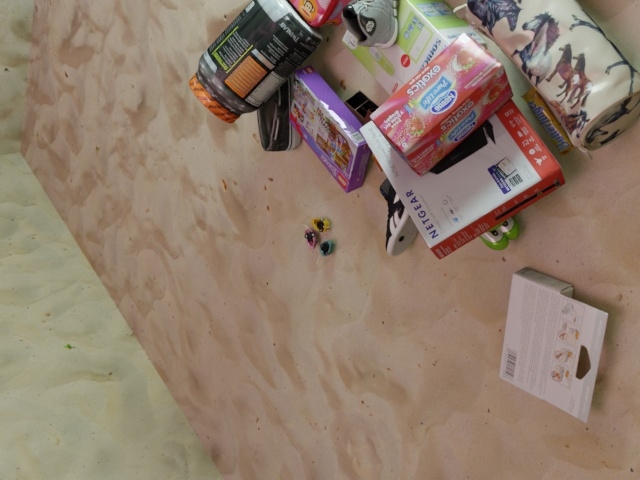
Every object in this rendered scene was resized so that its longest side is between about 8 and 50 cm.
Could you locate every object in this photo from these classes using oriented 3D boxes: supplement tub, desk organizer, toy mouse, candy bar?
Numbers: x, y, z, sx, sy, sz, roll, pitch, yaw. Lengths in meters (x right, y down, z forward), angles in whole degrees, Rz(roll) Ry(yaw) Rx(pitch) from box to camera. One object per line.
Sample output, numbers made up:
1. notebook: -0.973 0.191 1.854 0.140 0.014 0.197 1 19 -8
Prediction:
1. supplement tub: -0.176 -0.482 2.116 0.338 0.207 0.207 -42 67 16
2. desk organizer: 0.116 -0.326 2.049 0.130 0.047 0.050 46 133 30
3. toy mouse: 0.000 0.000 2.334 0.161 0.031 0.143 18 117 47
4. candy bar: 0.471 -0.244 1.660 0.161 0.018 0.040 62 142 15

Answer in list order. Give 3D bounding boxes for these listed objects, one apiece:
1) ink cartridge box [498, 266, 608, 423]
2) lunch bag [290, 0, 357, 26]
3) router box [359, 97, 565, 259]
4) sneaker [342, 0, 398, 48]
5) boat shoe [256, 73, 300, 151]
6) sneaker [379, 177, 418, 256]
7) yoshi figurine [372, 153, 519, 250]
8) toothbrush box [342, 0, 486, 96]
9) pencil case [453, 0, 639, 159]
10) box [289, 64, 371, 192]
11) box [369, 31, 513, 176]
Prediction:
1. ink cartridge box: 0.514 0.225 1.758 0.239 0.060 0.275 25 122 43
2. lunch bag: 0.000 -0.706 1.996 0.293 0.120 0.258 55 135 20
3. router box: 0.289 -0.177 1.679 0.301 0.082 0.335 -33 62 10
4. sneaker: 0.102 -0.526 1.721 0.086 0.132 0.228 8 108 47
5. boat shoe: -0.134 -0.412 2.267 0.121 0.119 0.335 2 106 51
6. sneaker: 0.192 -0.077 2.036 0.121 0.079 0.216 42 125 38
7. yoshi figurine: 0.295 -0.131 1.784 0.362 0.203 0.203 43 121 19
8. toothbrush box: 0.205 -0.451 1.827 0.283 0.122 0.206 52 138 22
9. pencil case: 0.443 -0.357 1.529 0.183 0.160 0.410 -43 68 26
10. box: 0.023 -0.294 2.127 0.293 0.057 0.201 53 155 23
11. box: 0.245 -0.270 1.609 0.257 0.128 0.122 -41 61 5
